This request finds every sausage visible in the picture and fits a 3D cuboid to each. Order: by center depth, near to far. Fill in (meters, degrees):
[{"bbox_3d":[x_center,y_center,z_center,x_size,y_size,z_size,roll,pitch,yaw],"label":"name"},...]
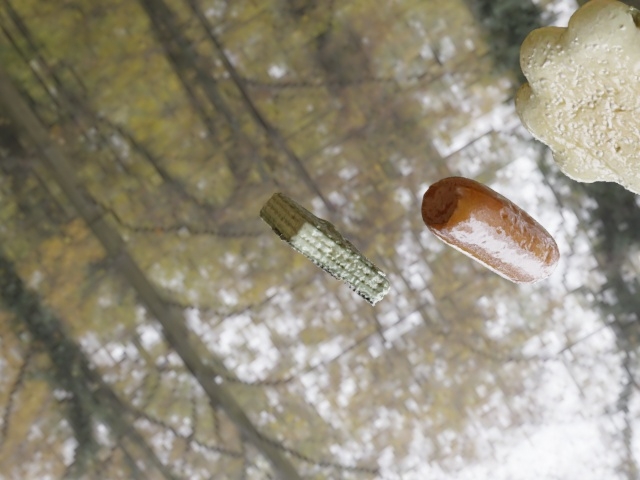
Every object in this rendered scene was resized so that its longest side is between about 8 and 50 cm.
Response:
[{"bbox_3d":[0.180,-0.008,1.528,0.076,0.197,0.076,-21,-124,34],"label":"sausage"}]

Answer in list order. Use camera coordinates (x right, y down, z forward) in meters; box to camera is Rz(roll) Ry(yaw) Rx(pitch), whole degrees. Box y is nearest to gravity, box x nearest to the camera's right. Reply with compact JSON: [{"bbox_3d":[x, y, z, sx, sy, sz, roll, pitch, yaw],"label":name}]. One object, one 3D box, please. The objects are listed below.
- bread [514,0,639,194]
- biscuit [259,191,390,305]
[{"bbox_3d":[0.275,-0.133,1.429,0.181,0.251,0.039,14,-124,10],"label":"bread"},{"bbox_3d":[0.000,0.000,1.920,0.052,0.150,0.252,-53,-163,2],"label":"biscuit"}]
